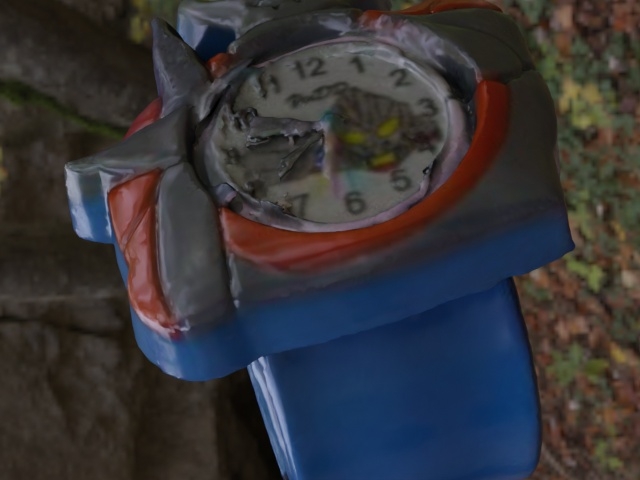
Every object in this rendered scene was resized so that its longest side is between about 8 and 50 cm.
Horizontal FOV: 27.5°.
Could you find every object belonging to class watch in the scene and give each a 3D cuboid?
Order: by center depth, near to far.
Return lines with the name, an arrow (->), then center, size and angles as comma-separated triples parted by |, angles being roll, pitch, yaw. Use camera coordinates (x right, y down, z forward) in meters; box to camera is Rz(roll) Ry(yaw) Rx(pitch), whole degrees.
watch -> 0.000, 0.000, 0.728 | 0.274, 0.242, 0.305 | 79, 174, -45
